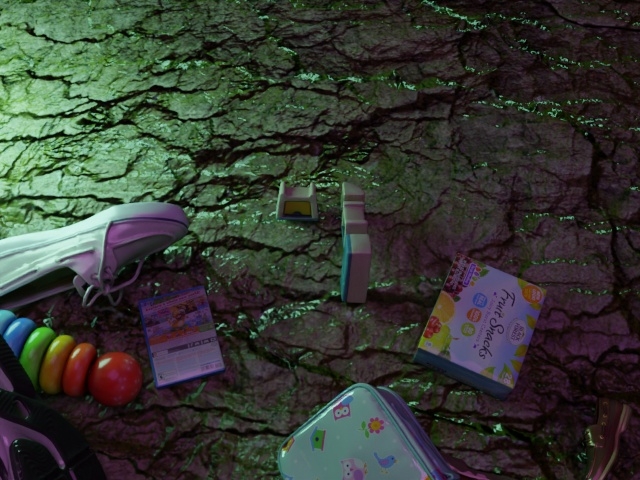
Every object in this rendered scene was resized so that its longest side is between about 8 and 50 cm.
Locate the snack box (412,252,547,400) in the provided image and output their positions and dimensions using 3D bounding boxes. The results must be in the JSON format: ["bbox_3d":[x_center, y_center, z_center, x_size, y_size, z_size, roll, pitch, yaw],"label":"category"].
[{"bbox_3d":[0.281,0.149,1.360,0.174,0.070,0.207,24,62,10],"label":"snack box"}]

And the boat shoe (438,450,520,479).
[{"bbox_3d":[0.254,0.413,1.189,0.307,0.111,0.105,14,64,17],"label":"boat shoe"}]

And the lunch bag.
[{"bbox_3d":[0.085,0.364,1.140,0.224,0.108,0.279,-42,59,10],"label":"lunch bag"}]

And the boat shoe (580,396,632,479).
[{"bbox_3d":[0.456,0.334,1.271,0.060,0.064,0.178,25,55,16],"label":"boat shoe"}]

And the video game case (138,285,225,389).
[{"bbox_3d":[-0.242,0.166,1.344,0.119,0.015,0.166,-14,62,-11],"label":"video game case"}]

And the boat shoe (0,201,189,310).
[{"bbox_3d":[-0.398,0.049,1.333,0.366,0.136,0.157,-14,61,-8],"label":"boat shoe"}]

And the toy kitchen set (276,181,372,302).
[{"bbox_3d":[0.000,0.000,1.423,0.166,0.122,0.207,1,39,-3],"label":"toy kitchen set"}]

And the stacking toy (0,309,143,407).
[{"bbox_3d":[-0.449,0.190,1.257,0.330,0.141,0.141,14,59,-3],"label":"stacking toy"}]

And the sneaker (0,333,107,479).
[{"bbox_3d":[-0.503,0.352,1.154,0.257,0.169,0.448,-34,88,16],"label":"sneaker"}]
